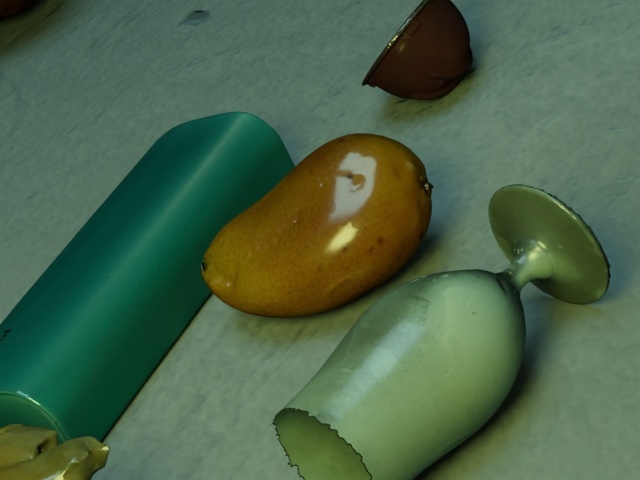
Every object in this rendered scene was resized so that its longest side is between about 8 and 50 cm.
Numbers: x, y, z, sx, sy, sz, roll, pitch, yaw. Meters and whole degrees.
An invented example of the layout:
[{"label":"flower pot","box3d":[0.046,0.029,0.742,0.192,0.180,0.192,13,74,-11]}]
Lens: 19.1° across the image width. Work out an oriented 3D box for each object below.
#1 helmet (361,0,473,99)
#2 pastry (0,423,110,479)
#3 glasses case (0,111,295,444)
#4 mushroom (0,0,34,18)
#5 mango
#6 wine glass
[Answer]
[{"label":"helmet","box3d":[0.083,-0.139,1.389,0.111,0.057,0.089,-52,-4,-44]},{"label":"pastry","box3d":[-0.249,0.219,1.005,0.330,0.136,0.329,-18,26,9]},{"label":"glasses case","box3d":[-0.138,0.025,1.301,0.117,0.070,0.301,-3,39,36]},{"label":"mushroom","box3d":[-0.420,-0.319,1.859,0.345,0.259,0.345,-19,30,12]},{"label":"mango","box3d":[0.003,0.001,1.218,0.159,0.084,0.105,-38,42,20]},{"label":"wine glass","box3d":[0.067,0.062,1.058,0.202,0.093,0.093,-42,33,-25]}]
